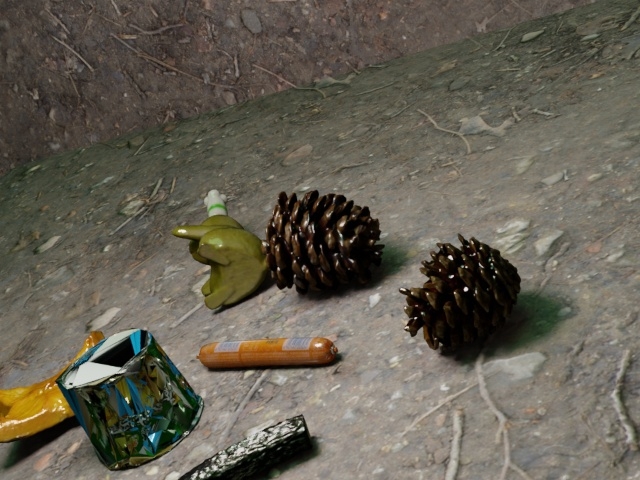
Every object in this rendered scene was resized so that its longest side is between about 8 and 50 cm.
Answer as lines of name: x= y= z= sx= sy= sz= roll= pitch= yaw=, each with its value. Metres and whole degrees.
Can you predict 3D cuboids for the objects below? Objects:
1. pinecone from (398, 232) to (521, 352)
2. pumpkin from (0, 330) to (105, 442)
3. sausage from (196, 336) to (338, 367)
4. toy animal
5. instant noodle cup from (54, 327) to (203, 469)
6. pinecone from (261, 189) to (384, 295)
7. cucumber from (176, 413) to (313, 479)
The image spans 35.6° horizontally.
pinecone: x=0.238 y=0.095 z=1.703 sx=0.204 sy=0.184 sz=0.179 roll=-46 pitch=47 yaw=11
pumpkin: x=-0.561 y=0.320 z=2.106 sx=0.290 sy=0.095 sz=0.258 roll=-28 pitch=19 yaw=-14
sausage: x=-0.109 y=0.217 z=1.928 sx=0.347 sy=0.053 sz=0.053 roll=-7 pitch=29 yaw=35
toy animal: x=-0.240 y=0.019 z=2.323 sx=0.180 sy=0.181 sz=0.363 roll=-22 pitch=24 yaw=-14
instant noodle cup: x=-0.360 y=0.287 z=1.875 sx=0.240 sy=0.178 sz=0.240 roll=-21 pitch=23 yaw=10
pinecone: x=0.000 y=0.000 z=2.070 sx=0.272 sy=0.224 sz=0.224 roll=-8 pitch=29 yaw=27
cucumber: x=-0.150 y=0.374 z=1.634 sx=0.293 sy=0.067 sz=0.067 roll=-27 pitch=24 yaw=-2
